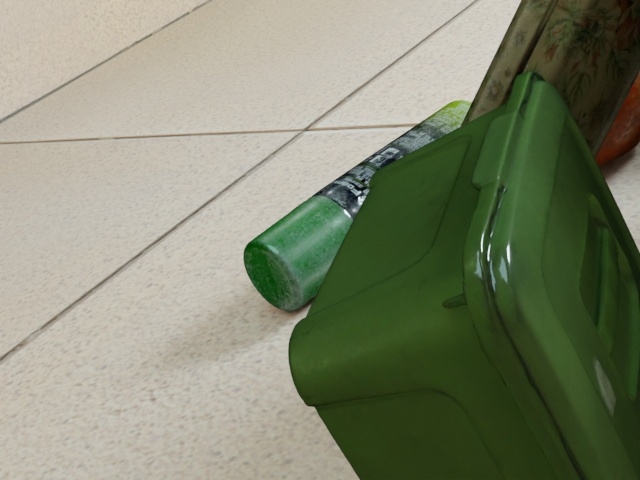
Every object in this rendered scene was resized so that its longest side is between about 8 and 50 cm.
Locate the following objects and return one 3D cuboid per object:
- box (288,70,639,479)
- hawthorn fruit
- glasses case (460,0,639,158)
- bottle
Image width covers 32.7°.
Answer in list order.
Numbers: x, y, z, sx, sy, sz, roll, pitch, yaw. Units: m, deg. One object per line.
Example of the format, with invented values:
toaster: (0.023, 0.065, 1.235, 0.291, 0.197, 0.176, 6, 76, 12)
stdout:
box: (0.120, 0.059, 0.759, 0.177, 0.253, 0.329, -20, 21, 25)
hawthorn fruit: (0.263, -0.131, 1.174, 0.203, 0.163, 0.162, -49, 32, -18)
glasses case: (0.206, -0.133, 0.940, 0.098, 0.425, 0.156, 35, 18, 33)
bottle: (0.062, -0.044, 1.198, 0.330, 0.093, 0.093, -35, 27, -30)
